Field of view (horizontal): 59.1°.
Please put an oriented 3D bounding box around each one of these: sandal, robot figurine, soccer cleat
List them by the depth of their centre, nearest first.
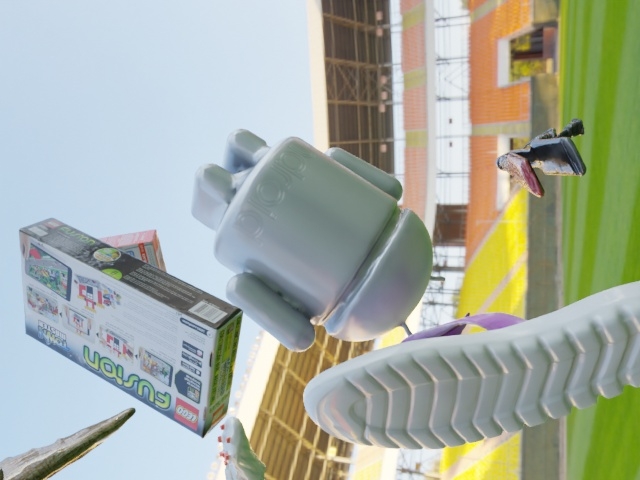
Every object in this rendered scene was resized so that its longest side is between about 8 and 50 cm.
[{"bbox_3d":[0.187,0.131,0.621,0.102,0.416,0.169,-94,-13,-55],"label":"sandal"},{"bbox_3d":[0.000,0.000,0.753,0.300,0.353,0.200,-57,-1,-27],"label":"robot figurine"},{"bbox_3d":[-0.133,0.382,0.976,0.068,0.076,0.196,-141,47,-58],"label":"soccer cleat"}]

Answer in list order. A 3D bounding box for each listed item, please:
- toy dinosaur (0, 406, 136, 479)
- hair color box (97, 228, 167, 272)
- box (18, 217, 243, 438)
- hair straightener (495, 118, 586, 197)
[{"bbox_3d":[-0.211,0.221,0.292,0.127,0.200,0.295,32,-133,-24],"label":"toy dinosaur"},{"bbox_3d":[-0.300,0.048,0.769,0.053,0.167,0.093,-110,11,-67],"label":"hair color box"},{"bbox_3d":[-0.166,0.070,0.477,0.036,0.207,0.114,-37,-35,-55],"label":"box"},{"bbox_3d":[0.242,-0.089,0.602,0.047,0.089,0.230,61,-167,0],"label":"hair straightener"}]
